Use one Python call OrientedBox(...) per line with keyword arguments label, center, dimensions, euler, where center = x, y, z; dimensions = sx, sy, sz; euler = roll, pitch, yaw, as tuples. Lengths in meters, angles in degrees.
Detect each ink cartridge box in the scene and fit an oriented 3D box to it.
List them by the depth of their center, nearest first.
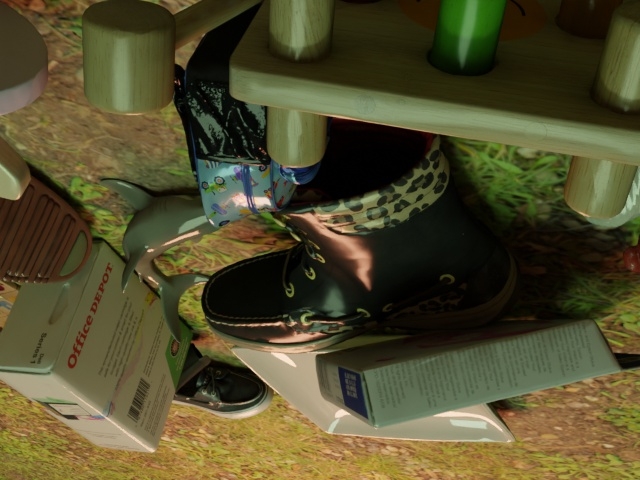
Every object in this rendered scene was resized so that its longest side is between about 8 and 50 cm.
OrientedBox(label="ink cartridge box", center=(0.176, 0.130, 1.046), dimensions=(0.329, 0.072, 0.324), euler=(-12, 177, -10))
OrientedBox(label="ink cartridge box", center=(-0.316, 0.155, 1.324), dimensions=(0.117, 0.202, 0.278), euler=(0, 148, 24))

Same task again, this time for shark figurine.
OrientedBox(label="shark figurine", center=(-0.215, 0.029, 1.158), dimensions=(0.166, 0.116, 0.278), euler=(18, 149, -5))

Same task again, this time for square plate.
OrientedBox(label="square plate", center=(0.090, 0.224, 1.428), dimensions=(0.347, 0.049, 0.344), euler=(-4, 147, 29))

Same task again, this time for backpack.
OrientedBox(label="backpack", center=(-0.049, -0.097, 0.783), dimensions=(0.116, 0.158, 0.173), euler=(5, 128, 11))

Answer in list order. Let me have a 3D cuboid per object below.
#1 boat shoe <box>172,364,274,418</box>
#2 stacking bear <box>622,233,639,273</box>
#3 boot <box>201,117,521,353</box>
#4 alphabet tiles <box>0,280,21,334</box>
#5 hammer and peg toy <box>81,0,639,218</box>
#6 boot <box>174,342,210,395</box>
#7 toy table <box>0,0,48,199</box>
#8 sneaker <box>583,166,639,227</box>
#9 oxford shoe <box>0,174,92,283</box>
OrientedBox(label="boat shoe", center=(-0.191, 0.241, 1.560), dimensions=(0.228, 0.080, 0.076), euler=(7, 153, 28))
OrientedBox(label="stacking bear", center=(0.431, 0.043, 0.867), dimensions=(0.288, 0.164, 0.175), euler=(24, 150, -8))
OrientedBox(label="boot", center=(0.000, 0.000, 0.983), dimensions=(0.377, 0.138, 0.284), euler=(-4, 147, 22))
OrientedBox(label="alphabet tiles", center=(-0.580, 0.119, 1.574), dimensions=(0.342, 0.011, 0.285), euler=(-14, 140, 40))
OrientedBox(label="hammer and peg toy", center=(0.043, -0.155, 0.602), dimensions=(0.361, 0.266, 0.127), euler=(11, 129, 7))
OrientedBox(label="boot", center=(-0.265, 0.193, 1.513), dimensions=(0.198, 0.137, 0.077), euler=(41, 172, 44))
OrientedBox(label="toy table", center=(-0.387, -0.131, 0.843), dimensions=(0.274, 0.252, 0.161), euler=(24, 135, 6))
OrientedBox(label="sneaker", center=(0.279, -0.108, 0.756), dimensions=(0.085, 0.086, 0.237), euler=(38, 142, 16))
OrientedBox(label="oxford shoe", center=(-0.465, -0.064, 1.126), dimensions=(0.397, 0.141, 0.146), euler=(29, 179, -34))
